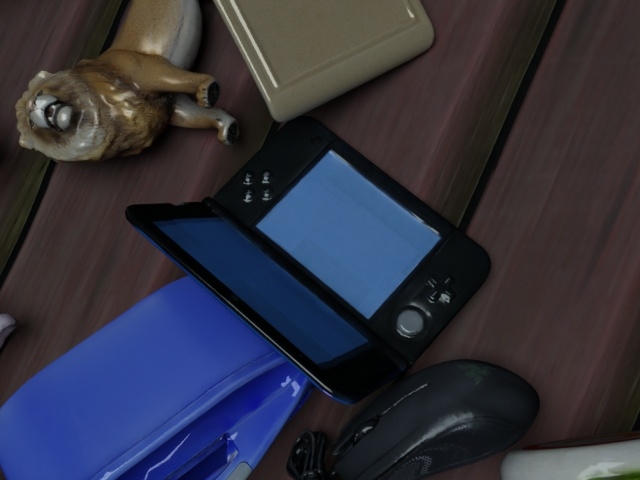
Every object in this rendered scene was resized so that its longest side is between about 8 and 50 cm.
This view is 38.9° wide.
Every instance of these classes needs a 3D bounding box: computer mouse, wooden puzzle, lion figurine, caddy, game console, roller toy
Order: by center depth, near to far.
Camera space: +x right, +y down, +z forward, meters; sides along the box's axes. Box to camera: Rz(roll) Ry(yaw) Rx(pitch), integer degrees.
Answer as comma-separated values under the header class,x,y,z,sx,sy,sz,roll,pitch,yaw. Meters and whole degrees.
class,x,y,z,sx,sy,sz,roll,pitch,yaw
roller toy,0.273,0.257,0.841,0.191,0.209,0.146,-20,74,49
caddy,-0.153,0.194,0.907,0.341,0.241,0.179,-36,67,-14
computer mouse,0.087,0.191,0.912,0.272,0.188,0.072,-25,112,0
game console,0.000,0.000,0.924,0.293,0.173,0.250,39,76,15
wooden puzzle,-0.011,-0.277,0.994,0.221,0.044,0.239,-29,100,-19
lion figurine,-0.186,-0.251,1.070,0.240,0.142,0.392,16,71,22

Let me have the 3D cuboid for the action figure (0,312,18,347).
class,x,y,z,sx,sy,sz,roll,pitch,yaw
action figure,-0.518,0.213,0.945,0.275,0.370,0.248,23,124,-18
